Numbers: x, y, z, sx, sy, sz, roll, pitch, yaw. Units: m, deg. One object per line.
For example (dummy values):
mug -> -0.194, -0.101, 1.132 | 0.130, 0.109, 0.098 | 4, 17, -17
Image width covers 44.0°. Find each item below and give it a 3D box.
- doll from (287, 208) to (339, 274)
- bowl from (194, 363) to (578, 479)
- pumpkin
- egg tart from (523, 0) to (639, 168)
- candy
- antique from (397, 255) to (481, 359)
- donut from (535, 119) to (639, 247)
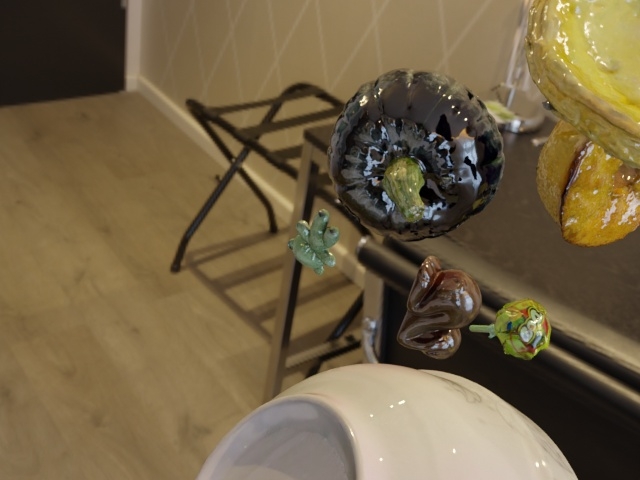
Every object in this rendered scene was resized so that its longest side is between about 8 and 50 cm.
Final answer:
doll -> 0.000, 0.000, 1.562 | 0.077, 0.150, 0.115 | -34, 79, -33
bowl -> 0.011, 0.197, 0.494 | 0.144, 0.287, 0.287 | 39, 17, -33
pumpkin -> 0.144, -0.131, 1.296 | 0.296, 0.296, 0.296 | 7, 33, -5
egg tart -> 0.359, -0.186, 0.813 | 0.294, 0.123, 0.294 | -5, 70, 13
candy -> 0.199, 0.098, 0.877 | 0.058, 0.062, 0.194 | 22, -9, -4
antique -> 0.261, 0.160, 1.710 | 0.143, 0.257, 0.121 | 27, 42, 17
donut -> 0.483, -0.136, 1.317 | 0.303, 0.303, 0.110 | -8, 39, -27
